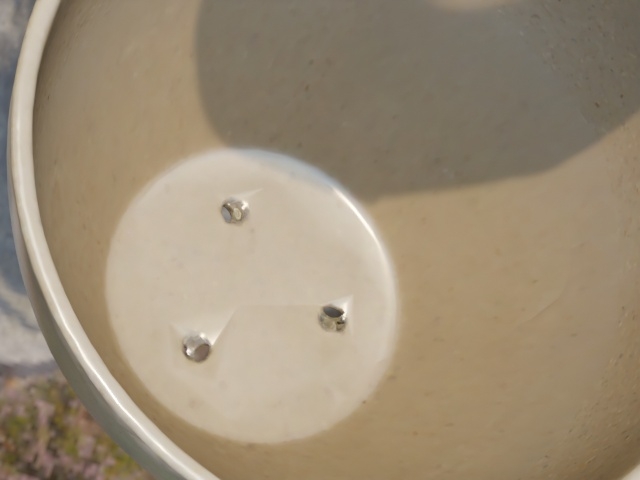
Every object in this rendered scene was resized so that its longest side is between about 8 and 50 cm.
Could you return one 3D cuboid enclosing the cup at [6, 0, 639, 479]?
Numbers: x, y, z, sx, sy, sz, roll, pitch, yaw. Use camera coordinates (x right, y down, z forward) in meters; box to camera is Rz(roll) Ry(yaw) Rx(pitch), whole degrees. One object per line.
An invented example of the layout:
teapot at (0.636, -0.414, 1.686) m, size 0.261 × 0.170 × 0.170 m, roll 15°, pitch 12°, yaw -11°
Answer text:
cup at (0.000, 0.000, 0.757) m, size 0.331 × 0.331 × 0.237 m, roll 23°, pitch 157°, yaw -12°
